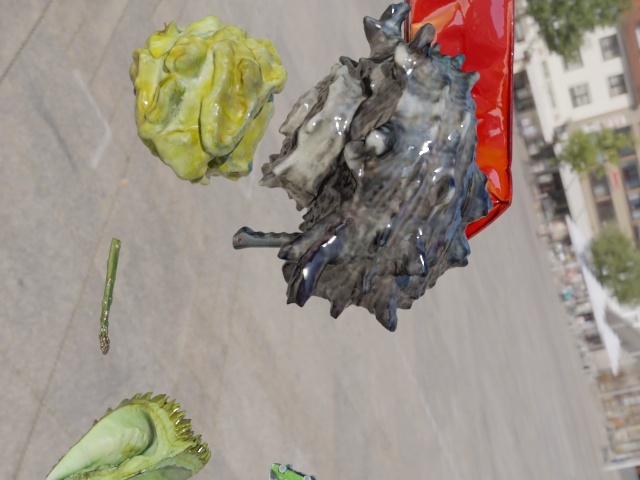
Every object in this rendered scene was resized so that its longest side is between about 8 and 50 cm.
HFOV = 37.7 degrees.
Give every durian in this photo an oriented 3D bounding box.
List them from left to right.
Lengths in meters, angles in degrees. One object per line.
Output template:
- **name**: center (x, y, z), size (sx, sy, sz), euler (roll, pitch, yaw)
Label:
- **durian**: center (-0.315, 0.370, 1.434), size (0.163, 0.394, 0.198), euler (54, 21, -21)

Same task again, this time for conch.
- **conch**: center (0.035, -0.071, 0.859), size (0.186, 0.240, 0.313), euler (27, 57, -46)

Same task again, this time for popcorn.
- **popcorn**: center (-0.219, -0.258, 1.720), size (0.312, 0.312, 0.312), euler (-15, 90, -76)

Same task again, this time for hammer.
- **hammer**: center (0.000, 0.000, 1.465), size (0.033, 0.287, 0.111), euler (-17, 108, -72)

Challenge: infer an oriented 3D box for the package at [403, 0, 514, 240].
- **package**: center (0.153, -0.173, 1.087), size (0.196, 0.123, 0.423), euler (2, 89, -85)

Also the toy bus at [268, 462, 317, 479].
- **toy bus**: center (-0.038, 0.363, 1.411), size (0.031, 0.083, 0.037), euler (28, 81, -66)

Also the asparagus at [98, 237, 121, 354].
- **asparagus**: center (-0.424, 0.109, 1.881), size (0.024, 0.025, 0.248), euler (73, 16, -64)
